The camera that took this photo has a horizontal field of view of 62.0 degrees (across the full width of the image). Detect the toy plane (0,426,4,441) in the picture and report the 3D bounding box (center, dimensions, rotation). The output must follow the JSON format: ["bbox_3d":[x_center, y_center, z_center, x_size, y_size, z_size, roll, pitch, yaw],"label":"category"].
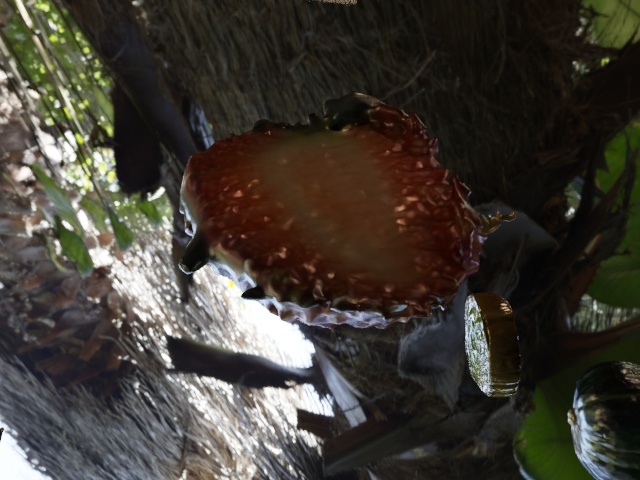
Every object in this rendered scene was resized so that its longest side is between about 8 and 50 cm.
[{"bbox_3d":[-0.120,0.078,0.131,0.084,0.024,0.078,-12,-112,-31],"label":"toy plane"}]

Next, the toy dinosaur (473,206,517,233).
[{"bbox_3d":[0.418,-0.028,1.350,0.126,0.039,0.162,12,-126,24],"label":"toy dinosaur"}]

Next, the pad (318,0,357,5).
[{"bbox_3d":[-0.037,-0.269,0.487,0.157,0.112,0.003,-15,172,-41],"label":"pad"}]

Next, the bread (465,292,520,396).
[{"bbox_3d":[0.364,0.222,1.142,0.069,0.236,0.236,-6,-140,4],"label":"bread"}]

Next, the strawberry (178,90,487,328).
[{"bbox_3d":[0.000,0.000,0.439,0.233,0.138,0.306,-11,-143,-1],"label":"strawberry"}]

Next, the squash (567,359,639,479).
[{"bbox_3d":[0.500,0.302,0.869,0.172,0.218,0.218,7,-137,33],"label":"squash"}]
